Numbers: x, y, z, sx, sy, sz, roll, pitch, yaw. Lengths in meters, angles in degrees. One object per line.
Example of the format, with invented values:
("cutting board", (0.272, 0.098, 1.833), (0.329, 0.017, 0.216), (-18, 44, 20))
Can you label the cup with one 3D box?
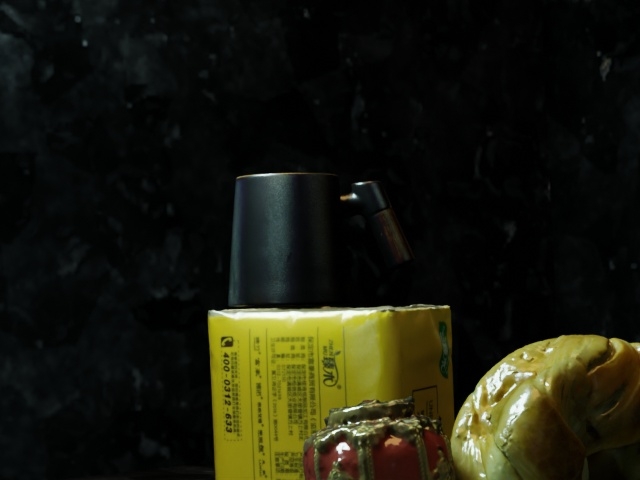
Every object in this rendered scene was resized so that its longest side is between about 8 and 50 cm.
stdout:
("cup", (-0.010, 0.001, 2.281), (0.239, 0.177, 0.166), (0, -3, -22))

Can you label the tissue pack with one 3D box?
("tissue pack", (0.019, 0.273, 2.192), (0.293, 0.381, 0.228), (-3, 0, 27))

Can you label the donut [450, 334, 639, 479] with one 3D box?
("donut", (0.294, 0.277, 1.927), (0.360, 0.360, 0.170), (-1, 1, -41))

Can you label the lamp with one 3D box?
("lamp", (0.071, 0.311, 1.839), (0.177, 0.273, 0.177), (-5, -6, -1))
